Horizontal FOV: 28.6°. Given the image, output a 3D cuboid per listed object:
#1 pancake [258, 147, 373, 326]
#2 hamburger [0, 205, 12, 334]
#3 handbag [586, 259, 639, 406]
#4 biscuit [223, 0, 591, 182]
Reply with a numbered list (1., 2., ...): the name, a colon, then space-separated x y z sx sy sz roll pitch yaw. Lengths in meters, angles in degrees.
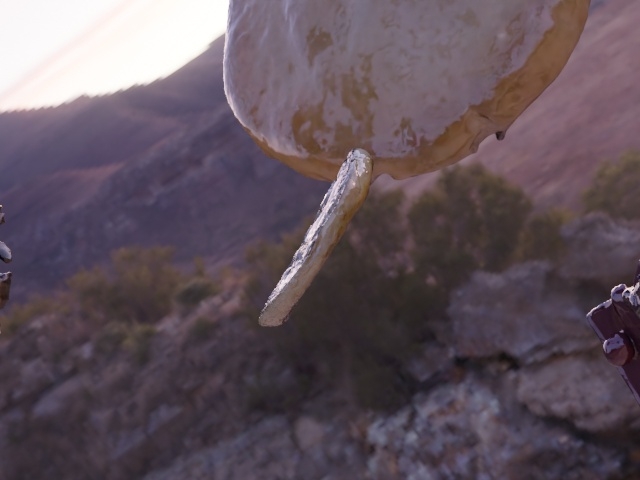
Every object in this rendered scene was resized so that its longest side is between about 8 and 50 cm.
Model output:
1. pancake: 0.000 0.000 0.940 0.158 0.028 0.158 -60 1 1
2. hamburger: -0.460 -0.079 1.051 0.268 0.445 0.287 -12 -9 -42
3. handbag: 0.293 0.098 0.878 0.074 0.216 0.203 -28 -9 -22
4. biscuit: 0.068 -0.265 1.222 0.429 0.104 0.446 -3 68 33
